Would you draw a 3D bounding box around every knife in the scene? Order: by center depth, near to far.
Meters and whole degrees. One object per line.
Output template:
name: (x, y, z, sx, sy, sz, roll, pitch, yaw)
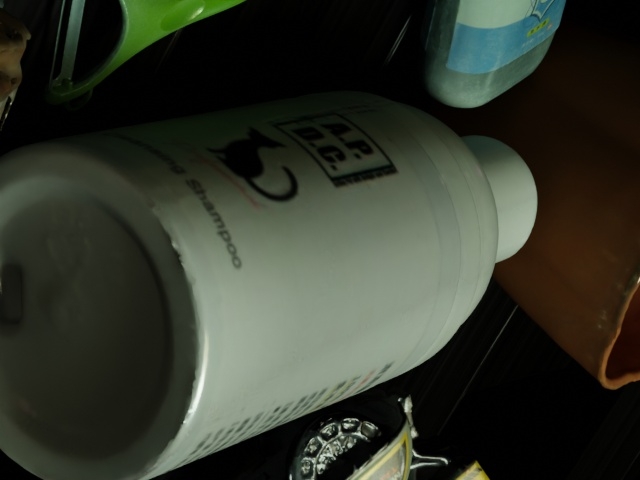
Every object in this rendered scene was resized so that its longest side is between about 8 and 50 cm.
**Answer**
knife: (-0.050, -0.105, 0.823, 0.166, 0.022, 0.078, -29, 152, -42)

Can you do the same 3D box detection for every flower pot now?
flower pot: (0.155, -0.036, 1.107, 0.190, 0.173, 0.191, -42, 154, -26)

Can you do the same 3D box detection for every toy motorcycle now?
toy motorcycle: (-0.025, 0.193, 1.145, 0.263, 0.091, 0.157, -40, 114, -10)

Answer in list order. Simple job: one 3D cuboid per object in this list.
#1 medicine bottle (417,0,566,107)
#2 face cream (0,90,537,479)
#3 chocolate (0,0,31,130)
medicine bottle: (0.100, -0.162, 0.976, 0.090, 0.053, 0.208, -33, 150, -35)
face cream: (0.000, 0.000, 0.913, 0.369, 0.145, 0.145, -18, 140, -54)
chocolate: (-0.190, 0.055, 0.734, 0.102, 0.065, 0.329, -12, 132, -56)
